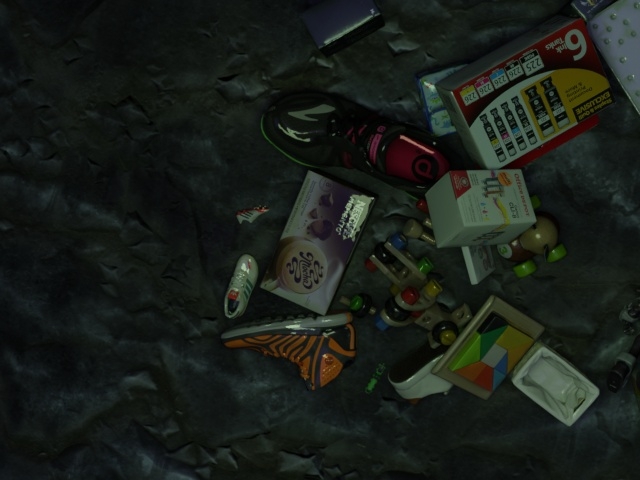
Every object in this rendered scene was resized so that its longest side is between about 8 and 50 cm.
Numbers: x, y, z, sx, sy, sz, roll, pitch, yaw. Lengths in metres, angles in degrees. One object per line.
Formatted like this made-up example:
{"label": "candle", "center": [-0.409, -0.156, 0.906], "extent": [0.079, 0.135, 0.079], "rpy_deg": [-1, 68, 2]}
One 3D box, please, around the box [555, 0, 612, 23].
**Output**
{"label": "box", "center": [0.617, -0.547, 1.786], "extent": [0.233, 0.183, 0.059], "rpy_deg": [-40, 91, 10]}

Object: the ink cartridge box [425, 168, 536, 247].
{"label": "ink cartridge box", "center": [0.334, -0.067, 1.771], "extent": [0.176, 0.127, 0.128], "rpy_deg": [-4, 69, -22]}

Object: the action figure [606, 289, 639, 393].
{"label": "action figure", "center": [0.729, 0.212, 1.848], "extent": [0.185, 0.285, 0.099], "rpy_deg": [15, 140, 41]}

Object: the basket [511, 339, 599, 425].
{"label": "basket", "center": [0.530, 0.320, 1.925], "extent": [0.167, 0.103, 0.113], "rpy_deg": [38, 99, 3]}

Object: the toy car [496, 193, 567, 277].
{"label": "toy car", "center": [0.461, -0.004, 1.858], "extent": [0.149, 0.188, 0.155], "rpy_deg": [-28, 91, 9]}

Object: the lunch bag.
{"label": "lunch bag", "center": [0.292, -0.315, 1.903], "extent": [0.129, 0.096, 0.151], "rpy_deg": [-15, 108, 4]}

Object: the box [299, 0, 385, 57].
{"label": "box", "center": [0.051, -0.491, 1.880], "extent": [0.156, 0.158, 0.093], "rpy_deg": [-28, 91, 9]}

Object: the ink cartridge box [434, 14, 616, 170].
{"label": "ink cartridge box", "center": [0.450, -0.286, 1.809], "extent": [0.310, 0.130, 0.271], "rpy_deg": [-30, 110, 1]}

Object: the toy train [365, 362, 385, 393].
{"label": "toy train", "center": [0.131, 0.330, 2.019], "extent": [0.017, 0.024, 0.083], "rpy_deg": [29, 98, 4]}

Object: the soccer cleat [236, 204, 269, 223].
{"label": "soccer cleat", "center": [-0.160, -0.061, 2.018], "extent": [0.083, 0.029, 0.035], "rpy_deg": [-10, 103, 12]}

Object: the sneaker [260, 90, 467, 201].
{"label": "sneaker", "center": [0.105, -0.225, 1.865], "extent": [0.483, 0.202, 0.185], "rpy_deg": [17, 82, 3]}

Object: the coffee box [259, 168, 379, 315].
{"label": "coffee box", "center": [0.000, 0.000, 1.955], "extent": [0.168, 0.119, 0.297], "rpy_deg": [25, 98, 6]}

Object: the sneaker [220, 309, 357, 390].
{"label": "sneaker", "center": [-0.072, 0.270, 1.989], "extent": [0.321, 0.124, 0.180], "rpy_deg": [-6, 94, 8]}

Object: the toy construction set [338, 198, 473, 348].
{"label": "toy construction set", "center": [0.245, 0.094, 1.903], "extent": [0.237, 0.257, 0.308], "rpy_deg": [28, 95, -23]}

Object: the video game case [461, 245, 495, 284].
{"label": "video game case", "center": [0.348, 0.007, 1.899], "extent": [0.019, 0.143, 0.157], "rpy_deg": [-13, 95, 30]}

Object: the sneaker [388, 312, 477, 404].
{"label": "sneaker", "center": [0.303, 0.277, 1.970], "extent": [0.290, 0.106, 0.123], "rpy_deg": [-32, 122, 3]}

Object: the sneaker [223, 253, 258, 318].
{"label": "sneaker", "center": [-0.192, 0.113, 2.013], "extent": [0.057, 0.075, 0.161], "rpy_deg": [18, 98, 5]}

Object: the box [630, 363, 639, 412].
{"label": "box", "center": [0.773, 0.376, 1.892], "extent": [0.103, 0.114, 0.203], "rpy_deg": [-17, 93, 10]}

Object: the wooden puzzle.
{"label": "wooden puzzle", "center": [0.383, 0.248, 1.892], "extent": [0.239, 0.044, 0.221], "rpy_deg": [29, 102, -40]}

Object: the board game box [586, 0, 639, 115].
{"label": "board game box", "center": [0.841, -0.414, 1.838], "extent": [0.390, 0.050, 0.390], "rpy_deg": [-32, 91, 9]}
